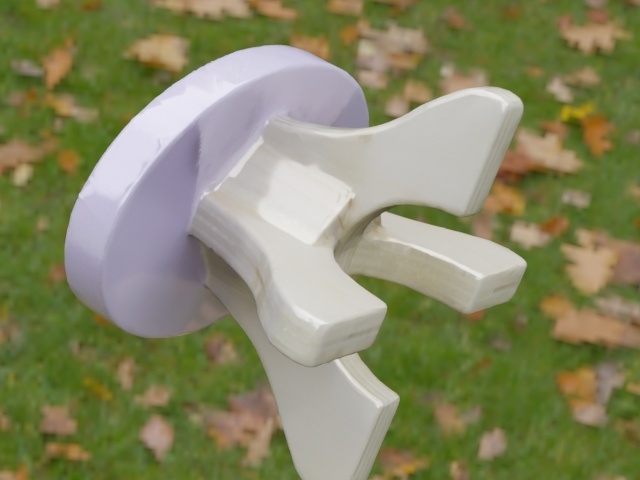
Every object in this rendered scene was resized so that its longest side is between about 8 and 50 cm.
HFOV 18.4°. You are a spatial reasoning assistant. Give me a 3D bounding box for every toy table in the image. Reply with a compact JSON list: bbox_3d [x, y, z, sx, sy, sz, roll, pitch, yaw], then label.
[{"bbox_3d":[0.000,0.000,1.107,0.161,0.252,0.274,30,32,22],"label":"toy table"}]
